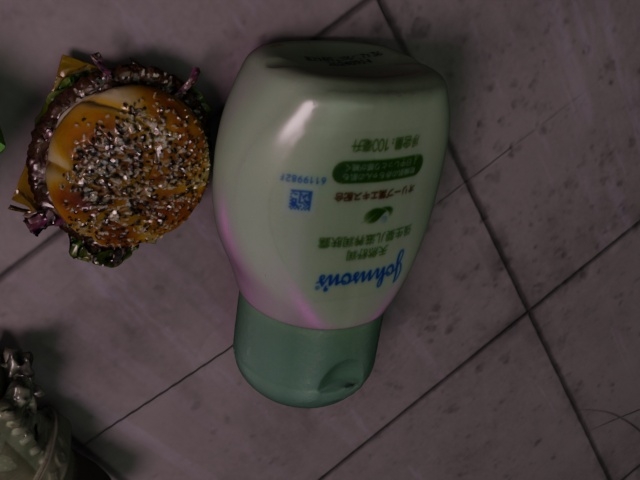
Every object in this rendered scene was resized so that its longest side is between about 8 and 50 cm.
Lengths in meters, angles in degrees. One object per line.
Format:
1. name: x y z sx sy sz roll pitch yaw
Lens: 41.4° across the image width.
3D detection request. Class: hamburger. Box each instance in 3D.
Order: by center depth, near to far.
1. hamburger: -0.163 -0.058 0.701 0.164 0.093 0.189 2 118 -31

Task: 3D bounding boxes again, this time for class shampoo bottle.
1. shampoo bottle: 0.000 0.000 0.792 0.222 0.151 0.349 -10 123 -33

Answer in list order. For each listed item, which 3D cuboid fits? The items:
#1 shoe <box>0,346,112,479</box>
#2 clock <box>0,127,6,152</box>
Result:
1. shoe: -0.280 0.168 0.756 0.293 0.109 0.149 33 105 -34
2. clock: -0.388 -0.071 0.558 0.220 0.106 0.255 -48 129 3
